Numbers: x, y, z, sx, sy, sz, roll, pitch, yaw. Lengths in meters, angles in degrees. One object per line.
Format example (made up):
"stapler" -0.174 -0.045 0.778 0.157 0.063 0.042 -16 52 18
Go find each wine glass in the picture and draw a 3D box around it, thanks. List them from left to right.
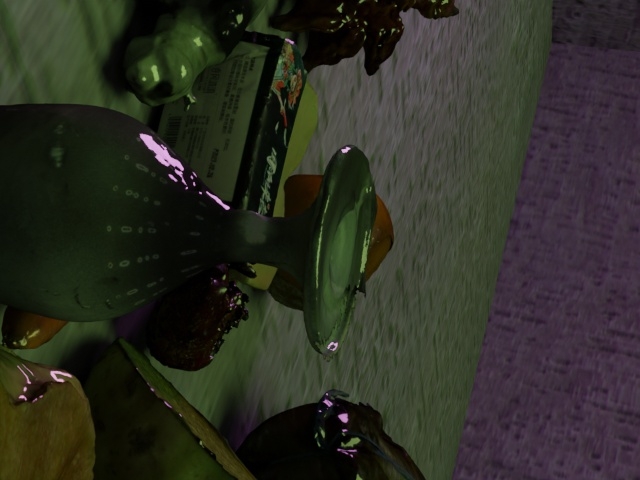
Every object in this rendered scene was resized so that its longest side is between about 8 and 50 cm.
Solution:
"wine glass" -0.098 -0.009 0.776 0.126 0.241 0.126 7 90 -76

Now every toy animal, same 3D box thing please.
"toy animal" -0.087 -0.193 1.046 0.121 0.094 0.225 94 10 -54

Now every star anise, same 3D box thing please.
"star anise" 0.070 -0.267 1.401 0.288 0.088 0.288 -34 155 -19

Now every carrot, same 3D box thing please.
"carrot" -0.155 0.008 0.923 0.062 0.066 0.271 66 27 -24

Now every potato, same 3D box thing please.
"potato" -0.117 0.185 1.061 0.111 0.160 0.271 -43 149 -5

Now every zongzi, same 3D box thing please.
"zongzi" 0.013 0.236 1.567 0.432 0.208 0.403 -96 168 -48

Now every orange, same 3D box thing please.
"orange" 0.000 0.000 1.428 0.156 0.134 0.156 -36 166 -10

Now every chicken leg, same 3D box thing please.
"chicken leg" -0.096 0.057 1.126 0.234 0.063 0.105 -52 162 -84

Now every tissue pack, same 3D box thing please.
"tissue pack" -0.078 -0.079 1.108 0.090 0.103 0.170 52 47 -61

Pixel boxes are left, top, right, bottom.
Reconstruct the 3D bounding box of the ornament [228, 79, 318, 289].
"ornament" -0.065 -0.061 1.266 0.180 0.059 0.201 34 66 -71

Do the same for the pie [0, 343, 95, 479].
"pie" -0.210 0.207 0.781 0.339 0.083 0.339 5 90 -76
